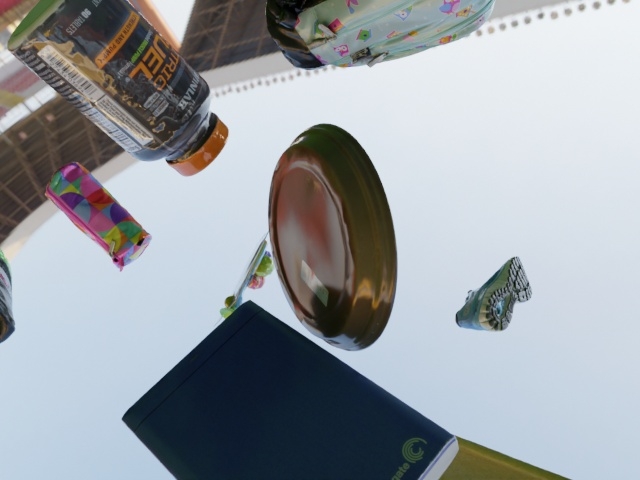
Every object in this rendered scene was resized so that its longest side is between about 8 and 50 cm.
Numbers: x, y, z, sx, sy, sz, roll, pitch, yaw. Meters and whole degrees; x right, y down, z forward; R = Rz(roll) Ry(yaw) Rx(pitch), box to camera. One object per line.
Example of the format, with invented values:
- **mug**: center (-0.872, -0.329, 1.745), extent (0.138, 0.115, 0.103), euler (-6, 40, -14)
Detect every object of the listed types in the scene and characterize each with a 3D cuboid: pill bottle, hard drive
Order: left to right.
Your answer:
- **pill bottle**: center (-0.218, -0.182, 0.719), extent (0.131, 0.246, 0.130), euler (-26, -140, 25)
- **hard drive**: center (-0.046, 0.208, 0.664), extent (0.319, 0.040, 0.210), euler (27, -120, 38)

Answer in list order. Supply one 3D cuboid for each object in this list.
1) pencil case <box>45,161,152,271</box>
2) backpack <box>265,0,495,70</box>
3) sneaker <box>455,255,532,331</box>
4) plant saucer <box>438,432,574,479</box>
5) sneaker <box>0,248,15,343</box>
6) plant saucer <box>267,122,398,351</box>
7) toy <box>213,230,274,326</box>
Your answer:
- **pencil case**: center (-0.448, -0.049, 1.247), extent (0.104, 0.236, 0.104), euler (-46, 178, -3)
- **backpack**: center (0.057, -0.224, 0.530), extent (0.182, 0.115, 0.151), euler (-8, -125, 31)
- **sneaker**: center (0.230, 0.070, 0.833), extent (0.073, 0.063, 0.162), euler (-16, -170, 43)
- **plant saucer**: center (0.121, 0.396, 0.713), extent (0.333, 0.081, 0.332), euler (16, -114, 22)
- **sneaker**: center (-0.626, 0.078, 0.858), extent (0.185, 0.483, 0.202), euler (-39, -110, 18)
- **plant saucer**: center (0.000, 0.000, 0.742), extent (0.041, 0.277, 0.278), euler (-10, -151, -27)
- **toy**: center (-0.135, 0.070, 1.271), extent (0.137, 0.056, 0.237), euler (-48, -169, 48)
